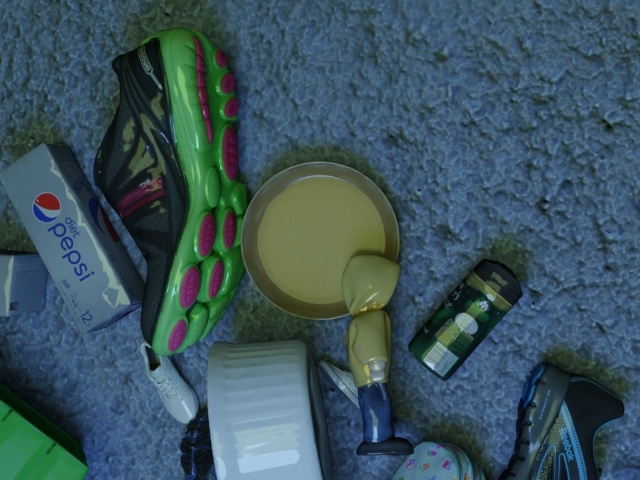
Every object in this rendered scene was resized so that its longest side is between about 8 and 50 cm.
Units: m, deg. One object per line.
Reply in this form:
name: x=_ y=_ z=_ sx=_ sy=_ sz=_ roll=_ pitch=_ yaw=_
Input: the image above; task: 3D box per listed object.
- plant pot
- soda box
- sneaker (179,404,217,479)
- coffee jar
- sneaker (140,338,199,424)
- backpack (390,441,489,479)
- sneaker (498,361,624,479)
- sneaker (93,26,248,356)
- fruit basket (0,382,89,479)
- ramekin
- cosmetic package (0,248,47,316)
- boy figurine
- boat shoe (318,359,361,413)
plant pot: x=0.000 y=0.000 z=1.575 sx=0.236 sy=0.032 sz=0.236 roll=0 pitch=93 yaw=5
soda box: x=-0.379 y=-0.005 z=1.629 sx=0.098 sy=0.091 sz=0.286 roll=-31 pitch=84 yaw=11
sneaker: x=-0.164 y=0.353 z=1.600 sx=0.083 sy=0.087 sz=0.221 roll=2 pitch=74 yaw=32
coffee jar: x=0.211 y=0.110 z=1.514 sx=0.079 sy=0.096 sz=0.184 roll=41 pitch=97 yaw=4
sneaker: x=-0.239 y=0.217 z=1.619 sx=0.054 sy=0.061 sz=0.152 roll=-29 pitch=86 yaw=8
backpack: x=0.158 y=0.379 z=1.502 sx=0.152 sy=0.115 sz=0.182 roll=34 pitch=87 yaw=40
sneaker: x=0.319 y=0.351 z=1.481 sx=0.140 sy=0.125 sz=0.341 roll=18 pitch=96 yaw=5
sneaker: x=-0.229 y=-0.069 z=1.581 sx=0.202 sy=0.185 sz=0.482 roll=-2 pitch=87 yaw=29
fruit basket: x=-0.576 y=0.373 z=1.557 sx=0.392 sy=0.283 sz=0.392 roll=0 pitch=91 yaw=-16
ramekin: x=-0.065 y=0.269 z=1.483 sx=0.135 sy=0.277 sz=0.277 roll=-10 pitch=88 yaw=3
cosmetic package: x=-0.561 y=0.058 z=1.648 sx=0.238 sy=0.127 sz=0.107 roll=2 pitch=91 yaw=9
boy figurine: x=0.080 y=0.164 z=1.505 sx=0.092 sy=0.177 sz=0.285 roll=-2 pitch=78 yaw=3
boat shoe: x=0.039 y=0.212 z=1.582 sx=0.035 sy=0.035 sz=0.100 roll=-41 pitch=78 yaw=-19
